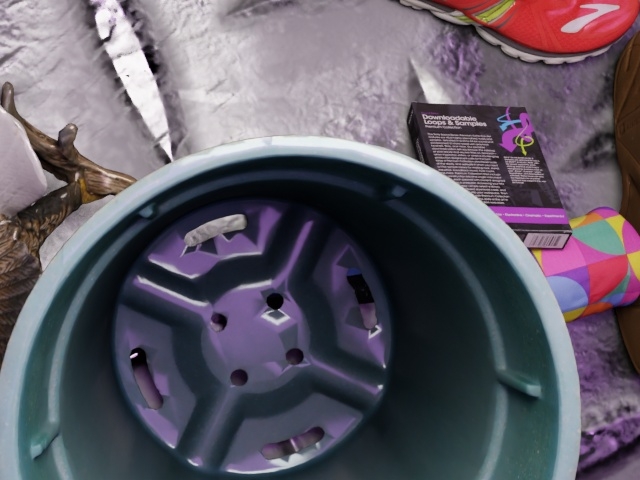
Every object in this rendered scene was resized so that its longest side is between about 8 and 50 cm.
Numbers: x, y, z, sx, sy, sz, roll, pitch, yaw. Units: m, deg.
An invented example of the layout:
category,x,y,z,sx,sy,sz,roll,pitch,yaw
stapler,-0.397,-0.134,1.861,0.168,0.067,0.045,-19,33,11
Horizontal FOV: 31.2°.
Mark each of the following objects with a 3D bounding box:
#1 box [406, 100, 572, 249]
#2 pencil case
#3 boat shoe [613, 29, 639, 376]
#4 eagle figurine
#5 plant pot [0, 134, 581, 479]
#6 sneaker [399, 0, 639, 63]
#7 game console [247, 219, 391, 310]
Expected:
category,x,y,z,sx,sy,sz,roll,pitch,yaw
box,0.149,-0.061,1.034,0.116,0.029,0.162,2,49,-14
pencil case,0.178,0.038,1.044,0.236,0.104,0.104,-14,88,-17
boat shoe,0.353,-0.030,1.082,0.123,0.123,0.342,3,78,-12
eagle figurine,-0.273,0.043,0.887,0.225,0.226,0.298,40,71,-28
plant pot,-0.034,0.095,0.820,0.341,0.334,0.341,-1,95,-7
sneaker,0.174,-0.239,1.054,0.279,0.118,0.107,12,83,-12
game console,0.000,0.000,1.014,0.071,0.107,0.122,-4,86,-49
